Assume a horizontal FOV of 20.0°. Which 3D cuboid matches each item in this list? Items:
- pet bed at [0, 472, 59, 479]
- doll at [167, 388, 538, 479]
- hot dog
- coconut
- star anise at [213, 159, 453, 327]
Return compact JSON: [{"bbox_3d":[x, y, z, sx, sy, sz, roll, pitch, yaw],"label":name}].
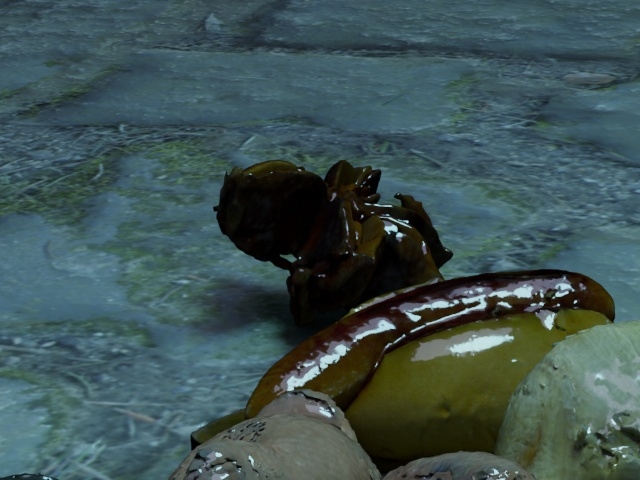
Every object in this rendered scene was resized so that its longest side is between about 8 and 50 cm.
[{"bbox_3d":[-0.149,0.214,0.696,0.183,0.210,0.159,-16,14,-33],"label":"pet bed"},{"bbox_3d":[0.015,0.163,0.829,0.303,0.156,0.201,8,61,47],"label":"doll"},{"bbox_3d":[0.087,0.085,1.193,0.326,0.107,0.194,-15,23,-30],"label":"hot dog"},{"bbox_3d":[0.172,0.126,0.917,0.194,0.194,0.194,-2,19,1],"label":"coconut"},{"bbox_3d":[0.000,0.000,1.417,0.220,0.126,0.190,10,35,-45],"label":"star anise"}]
